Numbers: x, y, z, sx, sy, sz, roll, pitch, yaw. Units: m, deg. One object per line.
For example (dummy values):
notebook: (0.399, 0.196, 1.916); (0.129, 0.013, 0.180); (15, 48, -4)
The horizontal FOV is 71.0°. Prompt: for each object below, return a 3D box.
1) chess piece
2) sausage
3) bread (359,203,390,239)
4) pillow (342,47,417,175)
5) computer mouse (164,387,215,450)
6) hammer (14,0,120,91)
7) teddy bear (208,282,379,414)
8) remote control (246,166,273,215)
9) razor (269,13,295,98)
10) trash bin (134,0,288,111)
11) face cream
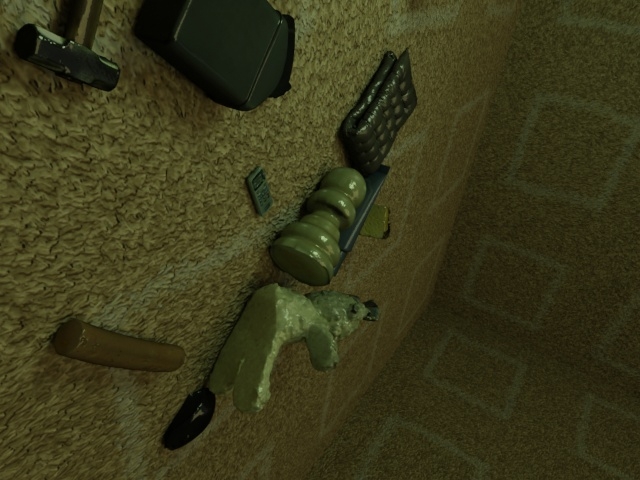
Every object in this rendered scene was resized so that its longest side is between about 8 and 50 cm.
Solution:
chess piece: (0.017, -0.058, 1.209); (0.331, 0.182, 0.182); (-60, 156, -27)
sausage: (-0.346, 0.201, 0.814); (0.066, 0.065, 0.301); (-61, 153, -11)
bread: (0.166, -0.062, 1.538); (0.152, 0.147, 0.127); (22, 79, -72)
pillow: (0.183, -0.373, 1.342); (0.327, 0.101, 0.228); (-61, 153, -15)
computer mouse: (-0.311, 0.443, 1.102); (0.172, 0.057, 0.099); (-53, 150, -24)
hammer: (-0.254, -0.368, 0.524); (0.111, 0.043, 0.366); (4, 106, -63)
teddy bear: (-0.041, 0.278, 1.191); (0.362, 0.327, 0.376); (30, 74, -38)
remote control: (-0.136, -0.109, 1.015); (0.053, 0.017, 0.125); (-53, 153, -29)
razor: (-0.088, -0.349, 0.853); (0.090, 0.054, 0.148); (-31, 138, -47)
trash bin: (-0.151, -0.318, 0.701); (0.177, 0.101, 0.236); (-65, 154, 2)
face cream: (0.098, -0.071, 1.430); (0.086, 0.135, 0.386); (20, 98, -38)
